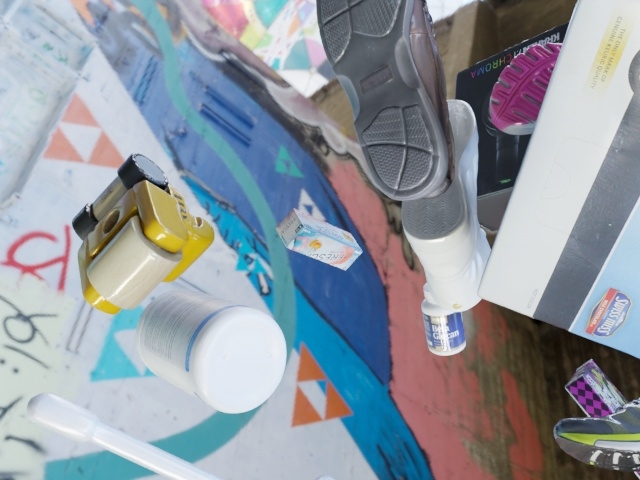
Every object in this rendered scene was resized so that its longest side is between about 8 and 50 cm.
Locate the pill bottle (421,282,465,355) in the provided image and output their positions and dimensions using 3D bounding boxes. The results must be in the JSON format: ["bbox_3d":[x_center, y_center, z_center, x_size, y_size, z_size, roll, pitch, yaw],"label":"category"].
[{"bbox_3d":[0.295,0.184,1.646,0.094,0.169,0.094,-11,-159,4],"label":"pill bottle"}]

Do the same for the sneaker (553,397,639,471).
[{"bbox_3d":[0.447,0.216,0.866,0.299,0.111,0.121,-10,-123,7],"label":"sneaker"}]

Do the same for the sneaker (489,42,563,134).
[{"bbox_3d":[0.317,-0.194,0.860,0.252,0.111,0.103,-29,-115,-14],"label":"sneaker"}]

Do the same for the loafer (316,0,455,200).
[{"bbox_3d":[0.072,-0.185,0.700,0.109,0.095,0.303,-16,-97,30],"label":"loafer"}]

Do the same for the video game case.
[{"bbox_3d":[0.510,0.313,1.135,0.042,0.210,0.232,-43,-109,18],"label":"video game case"}]

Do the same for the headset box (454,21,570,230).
[{"bbox_3d":[0.344,-0.167,1.105,0.246,0.131,0.283,-15,-120,48],"label":"headset box"}]

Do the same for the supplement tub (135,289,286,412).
[{"bbox_3d":[-0.079,0.074,0.479,0.107,0.071,0.071,9,-113,53],"label":"supplement tub"}]

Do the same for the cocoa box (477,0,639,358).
[{"bbox_3d":[0.316,-0.090,0.619,0.347,0.227,0.231,95,22,-45],"label":"cocoa box"}]

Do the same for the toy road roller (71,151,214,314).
[{"bbox_3d":[-0.321,0.007,1.330,0.202,0.240,0.329,-44,-142,14],"label":"toy road roller"}]

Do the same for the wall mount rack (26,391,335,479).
[{"bbox_3d":[-0.060,0.248,0.340,0.130,0.304,0.350,-14,-152,11],"label":"wall mount rack"}]

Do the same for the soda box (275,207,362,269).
[{"bbox_3d":[0.000,0.000,1.367,0.058,0.183,0.063,-48,-133,19],"label":"soda box"}]

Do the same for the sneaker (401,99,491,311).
[{"bbox_3d":[0.166,-0.045,0.894,0.108,0.169,0.293,-7,-137,21],"label":"sneaker"}]
